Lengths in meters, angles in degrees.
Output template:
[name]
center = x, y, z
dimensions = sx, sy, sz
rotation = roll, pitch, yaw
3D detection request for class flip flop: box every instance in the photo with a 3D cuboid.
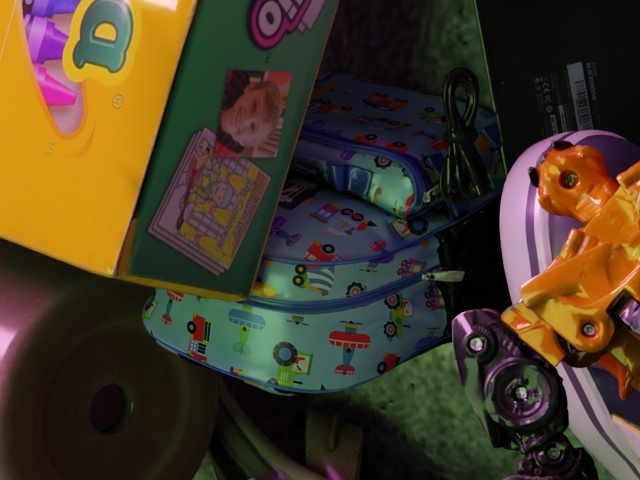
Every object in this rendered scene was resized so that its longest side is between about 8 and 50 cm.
[flip flop]
center = 0.009, 0.146, 0.939
dimensions = 0.277, 0.080, 0.112
rotation = 32, 145, 48

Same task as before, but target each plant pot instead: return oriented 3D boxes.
[plant pot]
center = -0.184, 0.071, 0.943
dimensions = 0.229, 0.263, 0.263
rotation = 11, 116, 48

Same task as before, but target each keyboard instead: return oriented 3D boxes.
[keyboard]
center = 0.102, -0.058, 0.767
dimensions = 0.023, 0.108, 0.180
rotation = -136, 33, -74

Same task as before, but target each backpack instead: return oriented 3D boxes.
[backpack]
center = 0.000, 0.000, 0.822
dimensions = 0.158, 0.173, 0.117
rotation = 21, 122, 36

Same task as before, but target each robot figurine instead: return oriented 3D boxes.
[robot figurine]
center = 0.191, 0.065, 0.604
dimensions = 0.291, 0.085, 0.211
rotation = 43, 99, 12

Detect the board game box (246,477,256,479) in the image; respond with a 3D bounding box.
[board game box]
center = -0.090, 0.261, 0.984
dimensions = 0.144, 0.142, 0.275
rotation = 56, 156, 8

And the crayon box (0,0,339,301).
[crayon box]
center = -0.123, -0.187, 0.793
dimensions = 0.313, 0.106, 0.363
rotation = 18, 92, 38

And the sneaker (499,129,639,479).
[sneaker]
center = 0.200, 0.086, 0.714
dimensions = 0.127, 0.126, 0.321
rotation = -19, 104, 49
